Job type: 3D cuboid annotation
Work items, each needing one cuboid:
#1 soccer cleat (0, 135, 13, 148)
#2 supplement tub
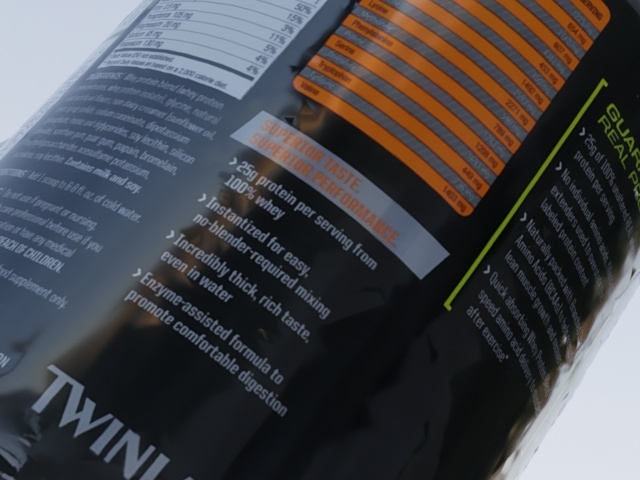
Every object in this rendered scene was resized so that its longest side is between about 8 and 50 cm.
[{"bbox_3d":[-0.142,-0.045,0.676,0.083,0.035,0.029,-25,-84,50],"label":"soccer cleat"},{"bbox_3d":[0.000,0.000,0.479,0.338,0.207,0.207,-51,-44,-26],"label":"supplement tub"}]
